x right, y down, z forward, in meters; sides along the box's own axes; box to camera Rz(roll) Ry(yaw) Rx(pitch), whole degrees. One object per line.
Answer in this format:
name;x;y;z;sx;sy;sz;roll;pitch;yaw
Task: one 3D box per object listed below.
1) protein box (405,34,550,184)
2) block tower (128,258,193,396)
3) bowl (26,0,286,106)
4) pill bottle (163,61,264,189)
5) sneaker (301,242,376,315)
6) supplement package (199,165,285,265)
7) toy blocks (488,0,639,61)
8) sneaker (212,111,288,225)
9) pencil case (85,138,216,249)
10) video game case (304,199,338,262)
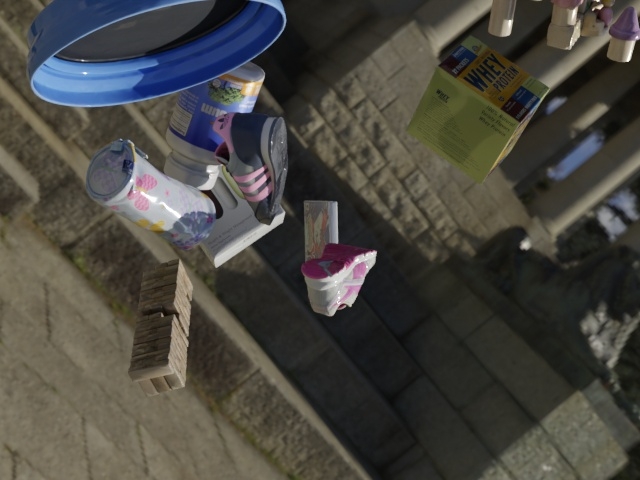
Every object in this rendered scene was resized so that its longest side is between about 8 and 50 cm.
protein box;0.316;-0.264;1.867;0.200;0.136;0.201;37;-35;10
block tower;-0.339;0.187;1.978;0.335;0.091;0.097;-94;167;-54
bowl;-0.247;-0.307;1.372;0.391;0.391;0.077;57;15;-85
pill bottle;-0.229;-0.249;1.898;0.152;0.272;0.152;20;19;-7
sneaker;0.036;0.078;1.873;0.103;0.111;0.252;11;20;27
supplement package;-0.218;-0.081;2.081;0.203;0.194;0.149;54;-10;4
toy blocks;0.490;-0.503;1.636;0.309;0.288;0.260;18;-53;20
sneaker;-0.137;-0.145;1.797;0.131;0.112;0.319;13;-32;6
pencil case;-0.310;-0.081;1.703;0.273;0.114;0.124;38;51;-53
video game case;0.000;0.000;2.307;0.183;0.023;0.201;-172;-100;-68
